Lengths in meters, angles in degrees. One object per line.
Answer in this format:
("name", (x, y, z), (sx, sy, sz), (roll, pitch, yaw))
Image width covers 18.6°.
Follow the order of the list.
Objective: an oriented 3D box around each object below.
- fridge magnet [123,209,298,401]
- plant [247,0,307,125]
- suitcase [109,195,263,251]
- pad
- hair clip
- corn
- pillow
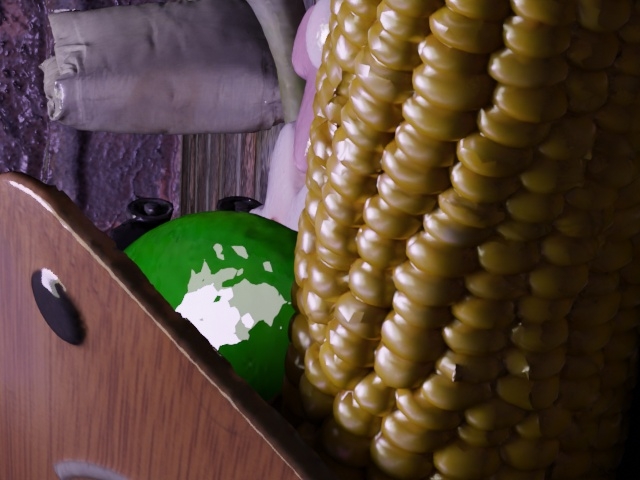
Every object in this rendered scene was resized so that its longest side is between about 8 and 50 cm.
("fridge magnet", (-0.016, 0.090, 0.670), (0.208, 0.088, 0.208), (19, 117, 44))
("plant", (-0.044, -0.219, 1.076), (0.306, 0.297, 0.261), (-36, -6, -44))
("suitcase", (-0.092, 0.172, 1.148), (0.434, 0.194, 0.283), (-105, 17, -60))
("pad", (-0.017, 0.144, 0.592), (0.284, 0.018, 0.286), (45, 149, 24))
("hair clip", (0.007, -0.037, 0.911), (0.146, 0.075, 0.257), (-94, 13, -63))
("corn", (0.044, -0.030, 0.485), (0.106, 0.106, 0.293), (-101, 16, -59))
("pillow", (-0.106, -0.120, 1.352), (0.134, 0.181, 0.078), (-102, 12, -61))
